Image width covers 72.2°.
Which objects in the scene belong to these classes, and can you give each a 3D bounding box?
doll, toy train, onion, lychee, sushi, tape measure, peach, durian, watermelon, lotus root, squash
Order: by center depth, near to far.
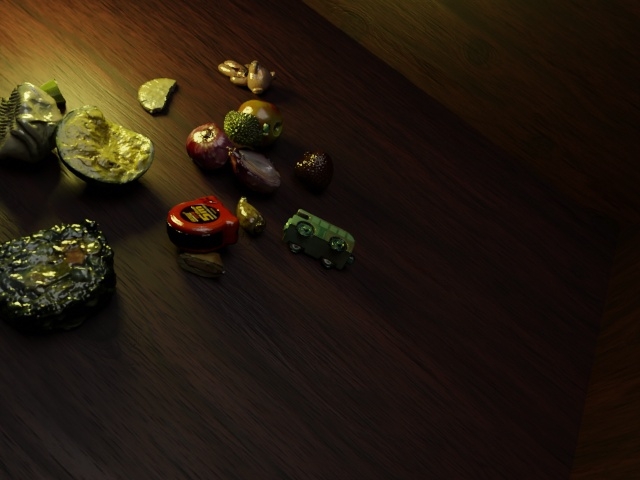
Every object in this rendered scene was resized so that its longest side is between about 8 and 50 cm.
[{"bbox_3d":[-0.805,0.118,1.339,0.352,0.178,0.294,-27,70,-37],"label":"sushi"},{"bbox_3d":[-0.448,-0.059,1.650,0.260,0.114,0.253,-18,41,-36],"label":"tape measure"},{"bbox_3d":[-0.825,-0.326,1.674,0.331,0.189,0.330,11,67,-26],"label":"watermelon"},{"bbox_3d":[-1.144,-0.601,1.816,0.132,0.105,0.105,-27,68,-24],"label":"squash"},{"bbox_3d":[-0.298,-0.102,1.818,0.108,0.094,0.190,21,26,-55],"label":"lotus root"},{"bbox_3d":[0.000,0.000,1.851,0.326,0.129,0.159,26,42,-4],"label":"toy train"},{"bbox_3d":[-0.490,-0.402,1.909,0.200,0.200,0.207,-35,91,-40],"label":"onion"},{"bbox_3d":[-0.312,-0.312,1.919,0.283,0.120,0.227,30,29,-37],"label":"onion"},{"bbox_3d":[-0.336,-0.482,1.923,0.159,0.146,0.198,19,-3,35],"label":"durian"},{"bbox_3d":[-0.022,-0.336,2.070,0.194,0.194,0.194,13,50,-16],"label":"lychee"},{"bbox_3d":[-0.292,-0.563,2.098,0.231,0.231,0.231,13,50,-16],"label":"peach"},{"bbox_3d":[-0.402,-0.920,2.374,0.303,0.156,0.201,27,54,2],"label":"doll"}]

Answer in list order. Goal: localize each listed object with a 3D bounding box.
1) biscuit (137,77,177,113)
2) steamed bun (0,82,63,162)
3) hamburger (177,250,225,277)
[{"bbox_3d":[-0.790,-0.706,2.092,0.141,0.038,0.289,17,49,-12],"label":"biscuit"},{"bbox_3d":[-1.050,-0.404,1.615,0.207,0.268,0.280,20,47,-51],"label":"steamed bun"},{"bbox_3d":[-0.426,0.076,1.622,0.176,0.087,0.102,14,31,-1],"label":"hamburger"}]
